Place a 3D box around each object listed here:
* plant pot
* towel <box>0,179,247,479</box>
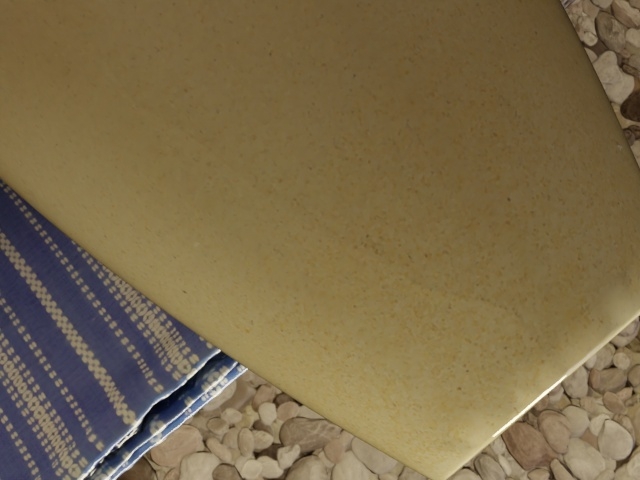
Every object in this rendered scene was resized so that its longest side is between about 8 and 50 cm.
[{"bbox_3d":[0.008,-0.046,0.630,0.256,0.274,0.256,-39,171,-8],"label":"plant pot"},{"bbox_3d":[-0.127,0.011,0.807,0.336,0.243,0.040,-41,139,-4],"label":"towel"}]
